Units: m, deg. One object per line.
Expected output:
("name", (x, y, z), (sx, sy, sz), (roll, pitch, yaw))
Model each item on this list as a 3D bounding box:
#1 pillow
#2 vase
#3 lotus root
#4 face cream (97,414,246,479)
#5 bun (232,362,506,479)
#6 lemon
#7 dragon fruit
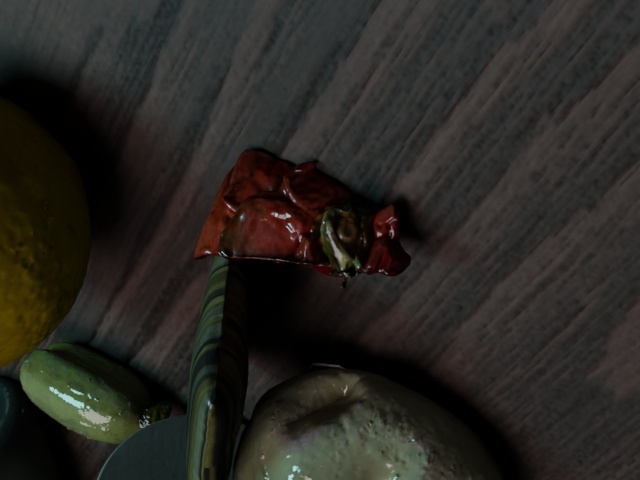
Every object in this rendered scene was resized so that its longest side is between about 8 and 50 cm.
("pillow", (-0.090, 0.118, 1.577), (0.052, 0.212, 0.208), (8, 141, -3))
("vase", (-0.363, 0.326, 2.117), (0.173, 0.173, 0.321), (11, 139, 40))
("lotus root", (-0.236, 0.166, 1.866), (0.183, 0.090, 0.077), (24, 113, 25))
("face cream", (-0.130, 0.312, 1.792), (0.218, 0.218, 0.179), (36, 146, 12))
("bun", (0.040, 0.241, 1.590), (0.273, 0.168, 0.273), (23, 144, 18))
("lemon", (-0.345, -0.005, 1.640), (0.293, 0.293, 0.293), (28, 143, 24))
("dragon fruit", (-0.012, 0.010, 1.459), (0.192, 0.092, 0.122), (14, 136, 37))
